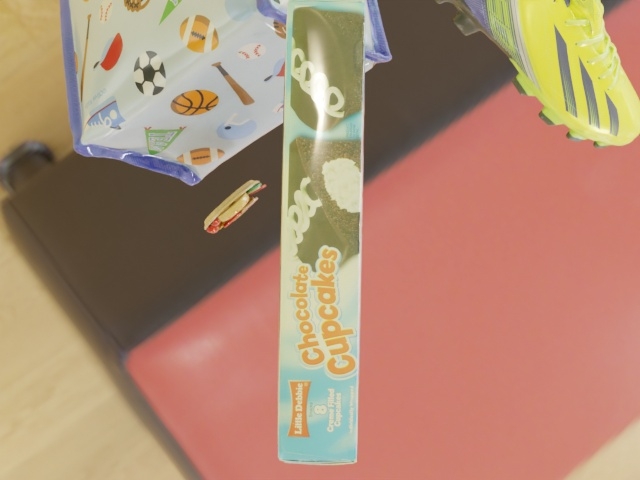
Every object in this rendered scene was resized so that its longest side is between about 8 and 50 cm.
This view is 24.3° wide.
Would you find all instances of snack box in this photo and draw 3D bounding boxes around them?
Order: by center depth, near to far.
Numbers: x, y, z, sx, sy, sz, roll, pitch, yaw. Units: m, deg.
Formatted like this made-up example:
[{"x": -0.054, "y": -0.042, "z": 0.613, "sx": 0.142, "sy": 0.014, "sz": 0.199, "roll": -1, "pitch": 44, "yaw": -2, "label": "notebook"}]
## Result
[{"x": 0.000, "y": 0.000, "z": 1.104, "sx": 0.060, "sy": 0.187, "sz": 0.322, "roll": 1, "pitch": 85, "yaw": 0, "label": "snack box"}]

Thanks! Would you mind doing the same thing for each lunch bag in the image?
[{"x": -0.122, "y": -0.307, "z": 1.669, "sx": 0.328, "sy": 0.385, "sz": 0.239, "roll": -30, "pitch": 150, "yaw": 32, "label": "lunch bag"}]

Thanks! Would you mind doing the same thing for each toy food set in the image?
[{"x": -0.094, "y": -0.038, "z": 1.636, "sx": 0.082, "sy": 0.020, "sz": 0.083, "roll": -41, "pitch": 178, "yaw": -44, "label": "toy food set"}]

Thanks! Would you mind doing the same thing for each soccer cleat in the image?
[{"x": 0.215, "y": -0.188, "z": 1.319, "sx": 0.121, "sy": 0.093, "sz": 0.289, "roll": -35, "pitch": 122, "yaw": 26, "label": "soccer cleat"}]
